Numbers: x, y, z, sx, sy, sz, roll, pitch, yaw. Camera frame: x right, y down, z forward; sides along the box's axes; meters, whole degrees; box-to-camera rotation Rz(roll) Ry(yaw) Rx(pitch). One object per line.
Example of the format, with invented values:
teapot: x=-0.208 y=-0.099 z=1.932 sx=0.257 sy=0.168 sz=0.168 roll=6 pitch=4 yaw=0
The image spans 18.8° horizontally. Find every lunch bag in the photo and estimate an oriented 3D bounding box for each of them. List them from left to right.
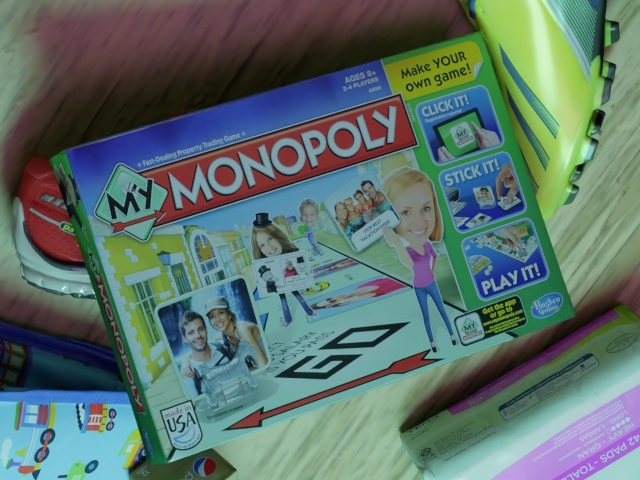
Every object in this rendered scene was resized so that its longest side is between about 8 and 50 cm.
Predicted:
lunch bag: x=-0.223 y=0.180 z=1.400 sx=0.293 sy=0.138 sz=0.221 roll=14 pitch=112 yaw=-39

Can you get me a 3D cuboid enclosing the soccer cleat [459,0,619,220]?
soccer cleat: x=0.153 y=-0.147 z=1.380 sx=0.121 sy=0.093 sz=0.289 roll=9 pitch=125 yaw=9

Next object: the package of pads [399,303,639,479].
package of pads: x=0.234 y=0.225 z=1.580 sx=0.229 sy=0.101 sz=0.296 roll=-30 pitch=113 yaw=-2

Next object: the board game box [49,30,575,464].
board game box: x=0.000 y=0.000 z=1.303 sx=0.317 sy=0.046 sz=0.213 roll=-18 pitch=90 yaw=-23

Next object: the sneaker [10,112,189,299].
sneaker: x=-0.075 y=-0.031 z=1.340 sx=0.279 sy=0.107 sz=0.118 roll=-8 pitch=108 yaw=-21

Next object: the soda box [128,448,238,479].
soda box: x=-0.095 y=0.227 z=1.466 sx=0.061 sy=0.058 sz=0.181 roll=-38 pitch=146 yaw=-25
